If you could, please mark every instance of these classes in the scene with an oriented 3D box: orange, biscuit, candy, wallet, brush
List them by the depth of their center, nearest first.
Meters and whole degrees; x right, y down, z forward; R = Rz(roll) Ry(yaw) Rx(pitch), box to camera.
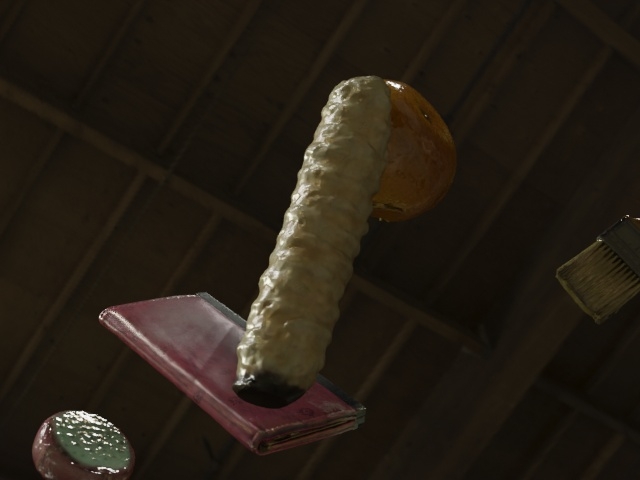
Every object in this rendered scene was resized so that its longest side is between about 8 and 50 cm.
[{"bbox_3d":[0.217,-0.012,0.655,0.170,0.043,0.014,-36,-17,-15],"label":"brush"},{"bbox_3d":[0.000,0.000,0.676,0.055,0.061,0.219,24,-110,-19],"label":"biscuit"},{"bbox_3d":[-0.080,0.105,0.905,0.119,0.232,0.025,-8,-62,-42],"label":"wallet"},{"bbox_3d":[-0.235,0.213,1.060,0.103,0.103,0.043,24,-68,-26],"label":"candy"},{"bbox_3d":[0.064,-0.090,1.097,0.134,0.154,0.155,-33,-58,30],"label":"orange"}]
